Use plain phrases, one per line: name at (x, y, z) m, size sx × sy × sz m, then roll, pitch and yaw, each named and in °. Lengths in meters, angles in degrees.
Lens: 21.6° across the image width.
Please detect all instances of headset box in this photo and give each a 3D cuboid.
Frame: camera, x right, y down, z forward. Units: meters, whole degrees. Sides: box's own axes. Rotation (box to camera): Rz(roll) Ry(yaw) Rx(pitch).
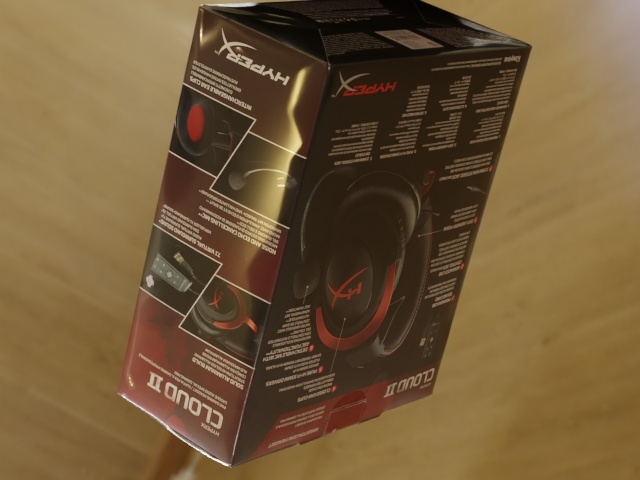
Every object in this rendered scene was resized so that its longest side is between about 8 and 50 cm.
headset box at (0.000, 0.000, 1.078) m, size 0.110 × 0.218 × 0.293 m, roll 28°, pitch 115°, yaw 33°
